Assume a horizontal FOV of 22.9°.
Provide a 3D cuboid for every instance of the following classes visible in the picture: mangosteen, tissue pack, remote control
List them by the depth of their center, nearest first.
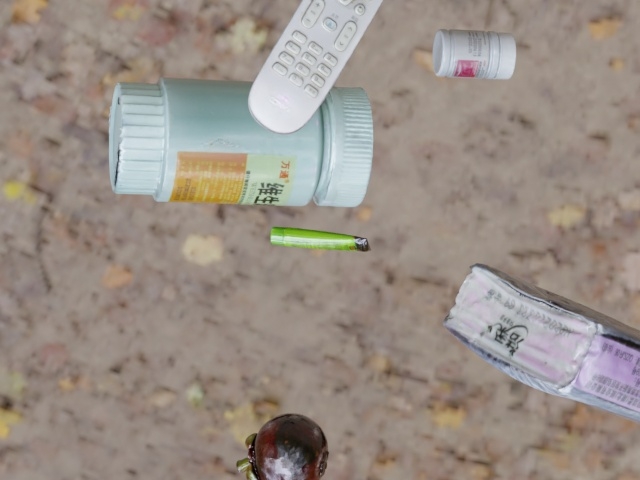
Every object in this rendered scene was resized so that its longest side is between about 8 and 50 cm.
[{"bbox_3d":[-0.031,0.197,1.459,0.081,0.081,0.081,9,138,8],"label":"mangosteen"},{"bbox_3d":[0.000,-0.209,1.581,0.073,0.229,0.044,32,172,-18],"label":"remote control"},{"bbox_3d":[0.361,0.155,1.986,0.361,0.122,0.259,24,-179,-36],"label":"tissue pack"}]

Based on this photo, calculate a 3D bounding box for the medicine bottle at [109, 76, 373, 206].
[{"bbox_3d":[-0.104,-0.123,1.989,0.318,0.158,0.158,2,140,-14],"label":"medicine bottle"}]

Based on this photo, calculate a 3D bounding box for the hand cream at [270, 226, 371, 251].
[{"bbox_3d":[0.000,0.000,1.914,0.121,0.023,0.036,7,157,14],"label":"hand cream"}]

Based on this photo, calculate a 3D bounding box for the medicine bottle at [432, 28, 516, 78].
[{"bbox_3d":[0.186,-0.225,1.912,0.091,0.058,0.058,1,139,-9],"label":"medicine bottle"}]
